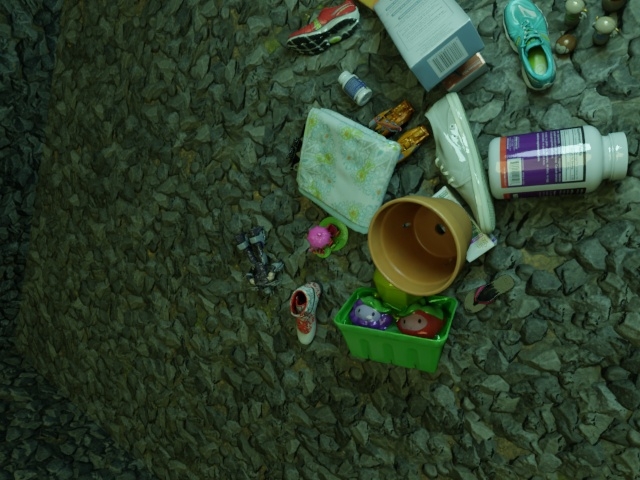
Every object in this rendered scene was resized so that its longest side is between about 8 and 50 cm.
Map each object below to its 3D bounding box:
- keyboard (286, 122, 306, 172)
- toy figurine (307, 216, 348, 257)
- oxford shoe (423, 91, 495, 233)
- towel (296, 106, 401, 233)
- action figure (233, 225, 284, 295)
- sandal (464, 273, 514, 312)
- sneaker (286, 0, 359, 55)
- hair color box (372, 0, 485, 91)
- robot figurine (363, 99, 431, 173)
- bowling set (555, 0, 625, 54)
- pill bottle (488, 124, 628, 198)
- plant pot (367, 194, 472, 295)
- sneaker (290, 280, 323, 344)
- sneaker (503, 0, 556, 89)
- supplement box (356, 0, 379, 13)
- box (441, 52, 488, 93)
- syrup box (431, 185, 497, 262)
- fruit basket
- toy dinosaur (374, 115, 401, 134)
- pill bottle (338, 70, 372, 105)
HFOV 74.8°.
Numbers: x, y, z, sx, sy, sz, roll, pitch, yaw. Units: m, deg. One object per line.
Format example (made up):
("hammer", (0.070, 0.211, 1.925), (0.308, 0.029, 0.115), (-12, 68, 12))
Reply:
("keyboard", (-0.064, -0.354, 1.596), (0.100, 0.038, 0.192), (20, 105, 0))
("toy figurine", (0.000, 0.000, 1.527), (0.130, 0.159, 0.173), (41, 113, 17))
("oxford shoe", (0.427, -0.228, 1.282), (0.130, 0.169, 0.449), (-20, 80, 25))
("towel", (0.072, -0.241, 1.423), (0.374, 0.090, 0.320), (36, 129, 31))
("action figure", (-0.244, 0.092, 1.703), (0.185, 0.099, 0.285), (-18, 92, 20))
("sandal", (0.534, 0.170, 1.341), (0.179, 0.040, 0.067), (-42, 77, 25))
("sneaker", (0.008, -0.754, 1.483), (0.279, 0.107, 0.118), (-11, 72, 25))
("hair color box", (0.302, -0.630, 1.225), (0.185, 0.114, 0.374), (-34, 49, 25))
("robot figurine", (0.210, -0.327, 1.422), (0.291, 0.085, 0.211), (-35, 79, 26))
("bowling set", (0.718, -0.584, 1.093), (0.287, 0.154, 0.200), (41, 112, 17))
("pill bottle", (0.643, -0.215, 1.161), (0.323, 0.181, 0.181), (-2, 95, 27))
("plant pot", (0.317, -0.007, 1.240), (0.291, 0.203, 0.290), (20, 121, 37))
("sneaker", (-0.070, 0.291, 1.605), (0.090, 0.145, 0.270), (18, 104, 24))
("sneaker", (0.599, -0.564, 1.182), (0.107, 0.110, 0.275), (-22, 85, 27))
("supplement box", (0.134, -0.846, 1.404), (0.233, 0.080, 0.078), (44, 112, 14))
("box", (0.410, -0.560, 1.288), (0.130, 0.091, 0.170), (-34, 80, 26))
("syrup box", (0.444, -0.055, 1.330), (0.093, 0.096, 0.237), (-42, 76, 27))
("fruit basket", (0.253, 0.204, 1.383), (0.392, 0.283, 0.392), (12, 119, 23))
("toy dinosaur", (0.213, -0.374, 1.333), (0.082, 0.090, 0.047), (22, 90, -9))
("pill bottle", (0.118, -0.531, 1.454), (0.120, 0.067, 0.067), (49, 114, 14))
